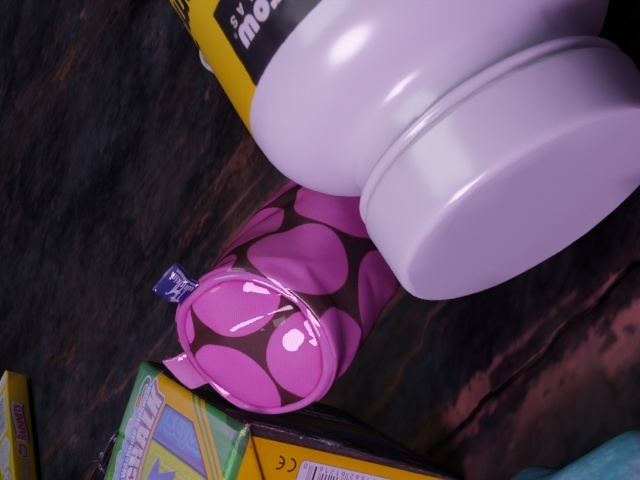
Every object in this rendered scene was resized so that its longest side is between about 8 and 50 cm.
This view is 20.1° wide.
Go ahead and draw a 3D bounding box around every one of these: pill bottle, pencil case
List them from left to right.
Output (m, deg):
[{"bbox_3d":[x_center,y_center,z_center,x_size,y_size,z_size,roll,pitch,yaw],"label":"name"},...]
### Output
[{"bbox_3d":[0.000,0.000,0.940,0.098,0.095,0.209,-35,9,40],"label":"pencil case"},{"bbox_3d":[0.018,-0.145,0.869,0.188,0.188,0.334,-51,60,39],"label":"pill bottle"}]

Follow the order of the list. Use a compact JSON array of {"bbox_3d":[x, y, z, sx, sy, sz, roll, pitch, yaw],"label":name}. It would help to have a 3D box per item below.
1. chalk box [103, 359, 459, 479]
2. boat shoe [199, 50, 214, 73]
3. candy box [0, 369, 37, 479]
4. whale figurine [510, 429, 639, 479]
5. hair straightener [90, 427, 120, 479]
[{"bbox_3d":[-0.042,0.151,0.986,0.213,0.132,0.132,18,91,66],"label":"chalk box"},{"bbox_3d":[0.025,-0.125,1.057,0.302,0.094,0.109,-22,56,58],"label":"boat shoe"},{"bbox_3d":[-0.273,0.216,1.543,0.105,0.027,0.206,-61,27,30],"label":"candy box"},{"bbox_3d":[0.074,0.201,0.703,0.216,0.141,0.272,-32,43,56],"label":"whale figurine"},{"bbox_3d":[-0.165,0.184,1.311,0.089,0.047,0.230,-99,30,-44],"label":"hair straightener"}]
